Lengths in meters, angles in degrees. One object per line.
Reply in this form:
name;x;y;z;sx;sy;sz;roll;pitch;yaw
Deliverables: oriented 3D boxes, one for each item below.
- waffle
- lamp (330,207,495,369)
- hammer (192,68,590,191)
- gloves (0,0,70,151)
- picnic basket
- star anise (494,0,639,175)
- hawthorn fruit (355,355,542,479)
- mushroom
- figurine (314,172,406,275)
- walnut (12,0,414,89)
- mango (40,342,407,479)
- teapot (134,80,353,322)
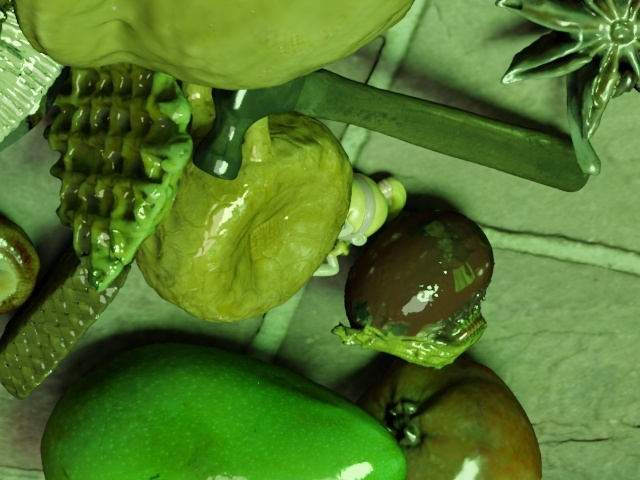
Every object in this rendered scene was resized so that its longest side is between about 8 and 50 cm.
waffle;-0.166;-0.086;1.179;0.054;0.204;0.223;1;142;-36
lamp;0.102;0.048;1.368;0.135;0.156;0.157;47;121;9
hammer;0.088;-0.097;1.214;0.440;0.044;0.168;12;108;-45
gloves;-0.324;-0.194;1.095;0.210;0.135;0.312;-27;128;23
picnic basket;-0.248;0.063;1.363;0.055;0.110;0.193;33;119;-16
star anise;0.246;-0.177;1.235;0.209;0.089;0.231;27;118;-15
hawthorn fruit;0.149;0.227;1.526;0.199;0.199;0.251;-34;141;21
mushroom;-0.325;0.027;1.327;0.127;0.087;0.127;-3;129;-4
figurine;0.000;0.000;1.372;0.083;0.083;0.187;32;114;-32
walnut;-0.052;-0.282;0.921;0.384;0.383;0.383;-5;132;-5
mango;-0.099;0.213;1.429;0.382;0.201;0.225;0;108;17
teapot;-0.087;-0.051;1.254;0.203;0.167;0.311;-34;146;-24
